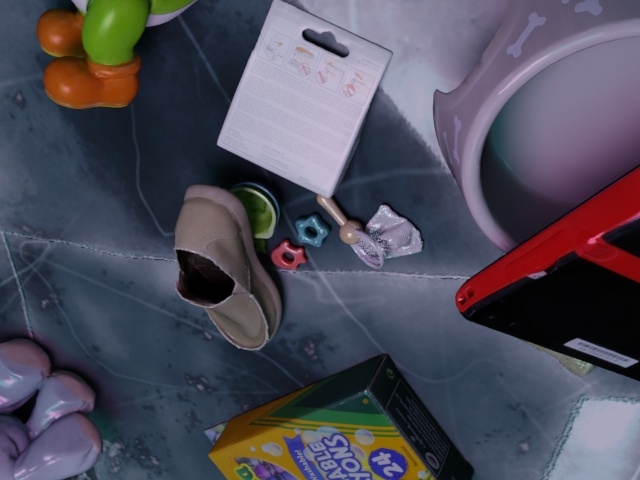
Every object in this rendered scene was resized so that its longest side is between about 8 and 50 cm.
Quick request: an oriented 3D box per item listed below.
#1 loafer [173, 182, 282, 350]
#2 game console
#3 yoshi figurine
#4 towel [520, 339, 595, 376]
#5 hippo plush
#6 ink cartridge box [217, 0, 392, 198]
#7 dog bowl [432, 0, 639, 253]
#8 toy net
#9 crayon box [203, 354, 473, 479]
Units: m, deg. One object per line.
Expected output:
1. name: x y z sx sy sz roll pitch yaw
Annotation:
1. loafer: -0.119 0.049 1.441 0.102 0.092 0.268 13 143 26
2. game console: 0.371 0.031 1.166 0.386 0.060 0.342 21 141 -36
3. yoshi figurine: -0.228 -0.321 1.228 0.203 0.203 0.362 30 124 11
4. towel: 0.287 0.080 1.368 0.110 0.027 0.148 32 127 2
5. hippo plush: -0.427 0.305 1.697 0.234 0.294 0.236 4 149 -16
6. ink cartridge box: -0.017 -0.156 1.348 0.145 0.045 0.179 26 109 6
7. dog bowl: 0.280 -0.100 1.144 0.348 0.102 0.349 1 133 1
8. toy net: 0.000 0.000 1.424 0.232 0.045 0.122 14 125 14
9. crayon box: 0.005 0.295 1.587 0.323 0.083 0.203 -27 108 34
